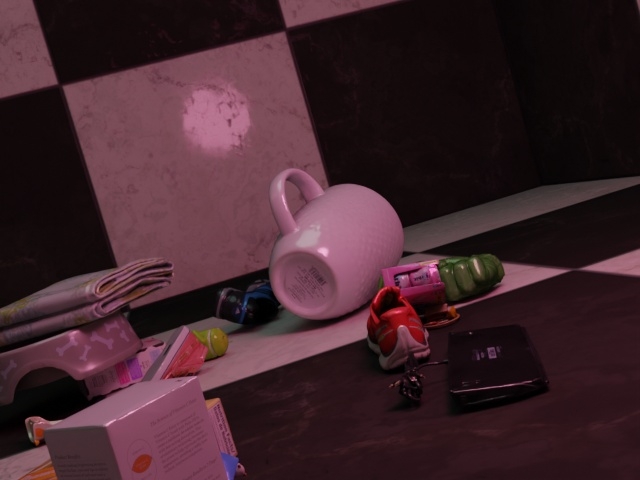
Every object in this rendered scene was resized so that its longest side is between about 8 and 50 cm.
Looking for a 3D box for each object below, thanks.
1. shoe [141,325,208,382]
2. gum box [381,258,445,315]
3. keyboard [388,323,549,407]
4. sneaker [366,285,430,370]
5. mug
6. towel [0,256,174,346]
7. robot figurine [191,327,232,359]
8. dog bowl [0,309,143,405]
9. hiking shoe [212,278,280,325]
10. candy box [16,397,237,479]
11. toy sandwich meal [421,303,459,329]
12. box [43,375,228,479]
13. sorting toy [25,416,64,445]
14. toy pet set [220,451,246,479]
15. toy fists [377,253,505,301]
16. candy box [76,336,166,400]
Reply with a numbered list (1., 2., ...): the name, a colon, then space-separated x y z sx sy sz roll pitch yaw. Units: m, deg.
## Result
1. shoe: -0.296 0.263 1.618 0.063 0.081 0.178 -28 24 43
2. gum box: 0.180 0.095 1.512 0.107 0.062 0.188 -13 -20 5
3. keyboard: 0.204 0.176 1.112 0.202 0.033 0.317 -9 5 10
4. sneaker: 0.128 0.132 1.344 0.107 0.118 0.279 -16 4 -3
5. mug: 0.000 0.000 1.866 0.276 0.374 0.328 -26 9 29
6. towel: -0.550 0.131 1.758 0.375 0.090 0.320 -16 5 22
7. robot figurine: -0.259 0.235 1.775 0.115 0.067 0.101 -16 -26 12
8. dog bowl: -0.568 0.242 1.707 0.349 0.102 0.349 -18 6 2
9. hiking shoe: -0.162 0.180 2.109 0.132 0.113 0.304 20 14 24
10. candy box: -0.253 0.290 0.917 0.183 0.087 0.316 -14 5 22
11. toy sandwich meal: 0.221 0.141 1.478 0.086 0.029 0.085 -16 4 1
12. box: -0.168 0.235 0.765 0.091 0.170 0.130 -13 4 34
13. sorting toy: -0.494 0.344 1.449 0.075 0.044 0.083 -10 0 -30
14. toy pet set: -0.123 0.242 0.903 0.065 0.122 0.114 -22 22 16
15. toy fists: 0.247 0.084 1.689 0.279 0.096 0.142 -10 8 40
16. candy box: -0.453 0.288 1.797 0.196 0.070 0.165 -18 5 -23
